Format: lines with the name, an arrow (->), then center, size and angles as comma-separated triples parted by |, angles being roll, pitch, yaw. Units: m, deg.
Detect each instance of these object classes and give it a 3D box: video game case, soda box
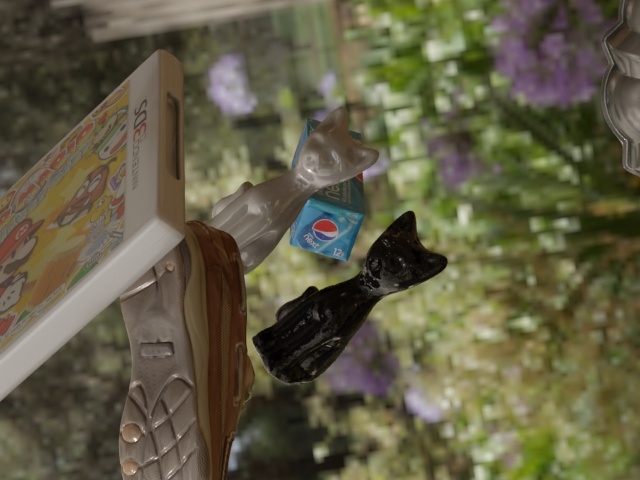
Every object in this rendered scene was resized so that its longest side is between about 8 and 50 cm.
video game case -> -0.170, 0.003, 1.177 | 0.026, 0.227, 0.206 | 39, -157, -26
soda box -> 0.007, -0.062, 2.169 | 0.210, 0.071, 0.067 | -90, 18, -60

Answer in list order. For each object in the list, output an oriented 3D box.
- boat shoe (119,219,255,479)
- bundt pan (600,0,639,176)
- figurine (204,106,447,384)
boat shoe -> -0.112, 0.139, 1.763 | 0.116, 0.123, 0.324 | -2, -86, -45
bundt pan -> 0.417, -0.145, 1.709 | 0.124, 0.331, 0.331 | -44, -54, -74
figurine -> 0.000, 0.000, 1.868 | 0.215, 0.209, 0.092 | 59, -156, 16
